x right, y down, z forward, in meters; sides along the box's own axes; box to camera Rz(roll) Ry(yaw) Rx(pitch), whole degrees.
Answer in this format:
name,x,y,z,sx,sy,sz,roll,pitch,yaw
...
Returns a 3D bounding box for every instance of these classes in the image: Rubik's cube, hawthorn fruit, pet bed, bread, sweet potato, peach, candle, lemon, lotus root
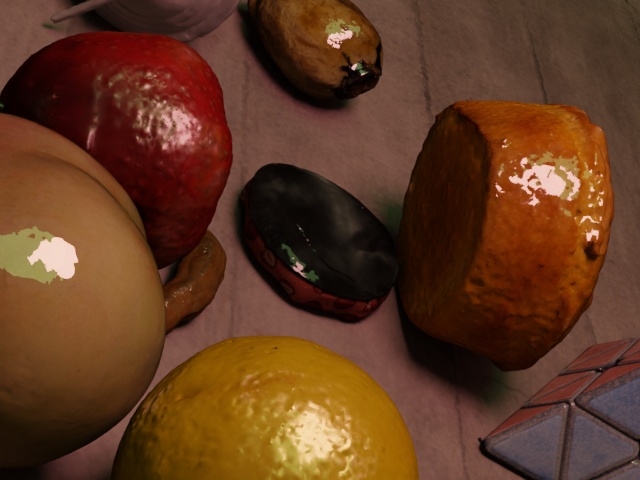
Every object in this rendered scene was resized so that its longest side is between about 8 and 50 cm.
name,x,y,z,sx,sy,sz,roll,pitch,yaw
Rubik's cube,0.340,0.197,1.590,0.233,0.228,0.228,16,-21,29
hawthorn fruit,-0.214,-0.095,1.325,0.266,0.230,0.210,23,67,-14
pet bed,0.000,0.000,1.573,0.201,0.053,0.201,25,36,-19
bread,0.195,-0.013,1.573,0.172,0.312,0.312,12,40,-14
sweet potato,-0.129,0.048,1.396,0.182,0.053,0.054,-60,137,-54
peach,-0.259,0.030,1.109,0.292,0.247,0.292,32,35,-26
candle,-0.164,-0.360,1.688,0.221,0.221,0.342,32,36,-11
lemon,-0.052,0.206,1.115,0.240,0.240,0.219,38,36,-3
lotus root,-0.012,-0.255,1.804,0.214,0.138,0.138,39,32,20
